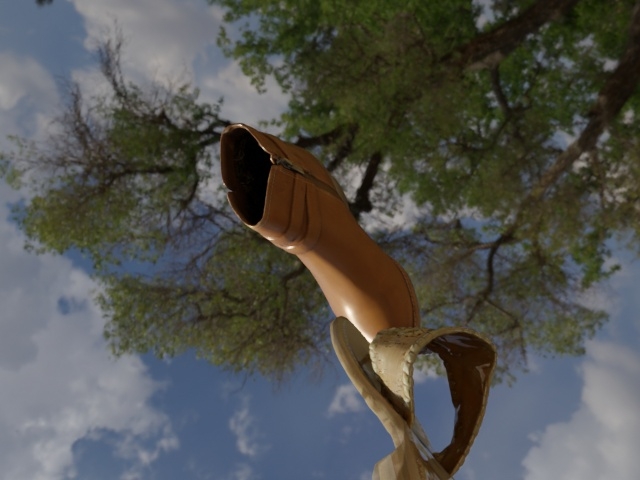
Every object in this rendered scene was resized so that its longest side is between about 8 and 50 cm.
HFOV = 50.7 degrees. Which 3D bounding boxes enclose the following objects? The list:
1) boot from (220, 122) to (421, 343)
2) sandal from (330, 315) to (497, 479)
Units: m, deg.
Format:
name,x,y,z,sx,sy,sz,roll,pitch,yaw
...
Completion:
name,x,y,z,sx,sy,sz,roll,pitch,yaw
boot,0.000,0.000,0.760,0.220,0.109,0.283,26,-141,-61
sandal,0.068,0.087,0.368,0.088,0.079,0.240,49,-172,-16
